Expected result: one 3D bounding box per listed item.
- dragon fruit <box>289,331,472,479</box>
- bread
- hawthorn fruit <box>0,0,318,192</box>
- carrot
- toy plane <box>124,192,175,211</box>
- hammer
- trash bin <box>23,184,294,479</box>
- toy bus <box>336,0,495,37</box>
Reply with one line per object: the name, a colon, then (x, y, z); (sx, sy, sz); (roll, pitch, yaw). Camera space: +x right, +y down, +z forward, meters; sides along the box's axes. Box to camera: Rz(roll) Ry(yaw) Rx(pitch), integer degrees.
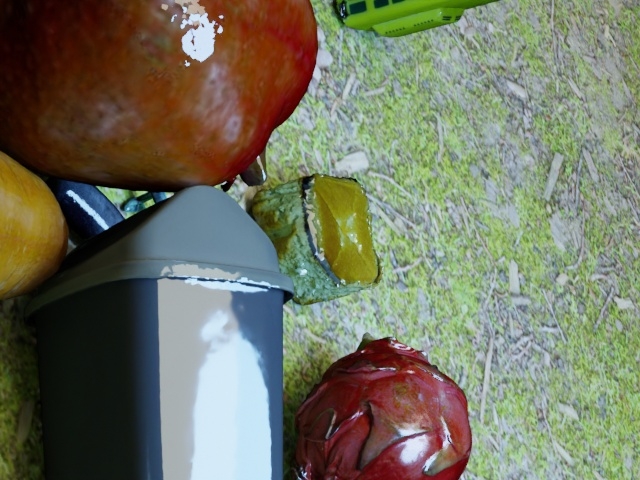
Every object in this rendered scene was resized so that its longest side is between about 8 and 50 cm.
dragon fruit: (0.057, 0.189, 1.741); (0.172, 0.172, 0.209); (52, 47, -25)
bread: (0.000, 0.000, 1.840); (0.140, 0.069, 0.128); (1, 74, -59)
hawthorn fruit: (-0.144, -0.178, 1.484); (0.311, 0.295, 0.295); (6, 68, -38)
carrot: (-0.273, -0.021, 1.399); (0.225, 0.159, 0.159); (17, 59, -60)
toy plane: (-0.171, -0.102, 1.666); (0.235, 0.060, 0.096); (68, 20, 4)
hammer: (-0.148, 0.044, 1.635); (0.290, 0.037, 0.137); (49, 37, -30)
trash bin: (-0.128, 0.116, 1.466); (0.182, 0.209, 0.290); (8, 71, -35)
toy bus: (0.136, -0.316, 2.036); (0.128, 0.262, 0.150); (-9, 88, -56)
